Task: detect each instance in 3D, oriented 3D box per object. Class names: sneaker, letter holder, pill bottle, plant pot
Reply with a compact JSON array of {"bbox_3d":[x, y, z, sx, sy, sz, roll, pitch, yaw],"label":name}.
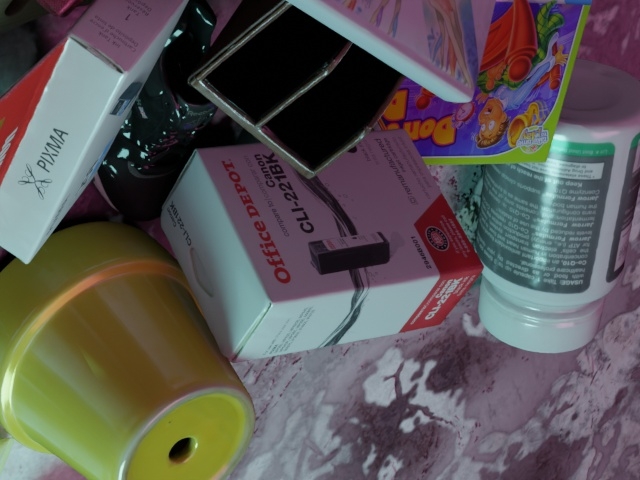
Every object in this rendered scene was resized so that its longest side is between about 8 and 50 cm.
[{"bbox_3d":[-0.161,-0.127,1.461,0.107,0.124,0.283,-22,131,-35],"label":"sneaker"},{"bbox_3d":[0.047,-0.243,1.372,0.152,0.214,0.302,38,56,-14],"label":"letter holder"},{"bbox_3d":[0.313,-0.042,1.956,0.204,0.204,0.361,-23,131,-35],"label":"pill bottle"},{"bbox_3d":[-0.200,0.147,1.512,0.254,0.239,0.254,-26,137,-26],"label":"plant pot"}]

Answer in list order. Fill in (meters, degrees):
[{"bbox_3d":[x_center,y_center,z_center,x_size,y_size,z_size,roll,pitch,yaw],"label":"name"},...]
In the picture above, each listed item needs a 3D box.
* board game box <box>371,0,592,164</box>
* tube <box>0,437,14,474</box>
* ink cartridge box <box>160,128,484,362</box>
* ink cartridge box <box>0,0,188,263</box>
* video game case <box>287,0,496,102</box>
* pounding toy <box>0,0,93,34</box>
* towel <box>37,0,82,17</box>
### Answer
[{"bbox_3d":[0.122,-0.205,1.662,0.347,0.078,0.233,-3,120,-26],"label":"board game box"},{"bbox_3d":[-0.420,0.248,1.518,0.070,0.062,0.240,-27,161,32],"label":"tube"},{"bbox_3d":[0.000,0.000,1.527,0.272,0.197,0.114,-9,148,-34],"label":"ink cartridge box"},{"bbox_3d":[-0.239,-0.075,1.277,0.296,0.066,0.261,-52,-175,48],"label":"ink cartridge box"},{"bbox_3d":[0.072,-0.310,1.259,0.329,0.036,0.300,23,78,-52],"label":"video game case"},{"bbox_3d":[-0.228,-0.291,1.318,0.269,0.155,0.154,-28,164,-17],"label":"pounding toy"},{"bbox_3d":[-0.178,-0.372,1.197,0.329,0.237,0.037,-44,-177,-5],"label":"towel"}]
